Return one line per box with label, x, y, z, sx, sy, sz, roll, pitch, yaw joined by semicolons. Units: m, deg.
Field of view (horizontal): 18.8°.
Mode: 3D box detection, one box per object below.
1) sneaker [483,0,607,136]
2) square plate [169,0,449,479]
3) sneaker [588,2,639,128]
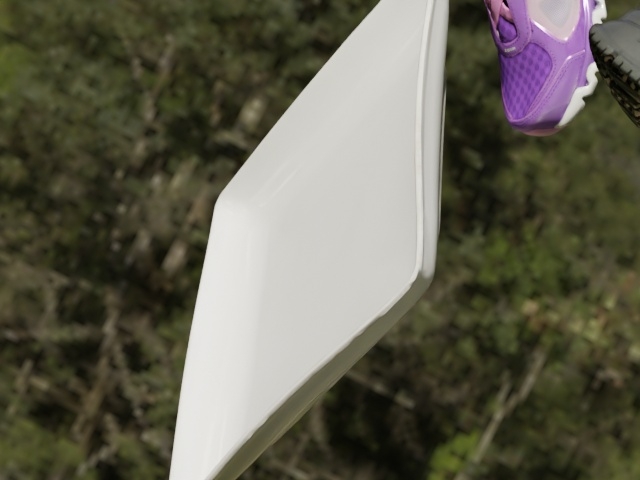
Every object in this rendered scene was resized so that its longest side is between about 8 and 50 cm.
sneaker;0.129;-0.188;1.283;0.104;0.236;0.095;1;1;-29
square plate;0.000;0.000;1.444;0.049;0.344;0.347;26;43;-20
sneaker;0.272;-0.055;0.990;0.286;0.130;0.109;45;-3;21
